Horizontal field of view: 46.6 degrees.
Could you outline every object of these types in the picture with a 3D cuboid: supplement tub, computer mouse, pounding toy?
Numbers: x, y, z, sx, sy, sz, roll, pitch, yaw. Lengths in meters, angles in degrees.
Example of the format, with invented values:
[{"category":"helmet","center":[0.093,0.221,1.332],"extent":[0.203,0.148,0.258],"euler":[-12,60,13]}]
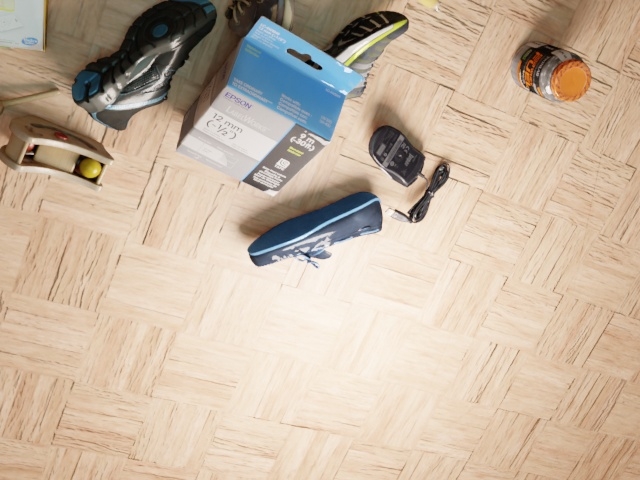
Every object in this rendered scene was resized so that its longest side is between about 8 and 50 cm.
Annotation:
[{"category":"supplement tub","center":[0.530,-0.386,1.710],"extent":[0.117,0.190,0.117],"euler":[-6,115,-13]},{"category":"computer mouse","center":[0.182,-0.154,1.787],"extent":[0.262,0.060,0.184],"euler":[27,91,-34]},{"category":"pounding toy","center":[-0.547,-0.215,1.505],"extent":[0.270,0.154,0.154],"euler":[22,106,-24]}]

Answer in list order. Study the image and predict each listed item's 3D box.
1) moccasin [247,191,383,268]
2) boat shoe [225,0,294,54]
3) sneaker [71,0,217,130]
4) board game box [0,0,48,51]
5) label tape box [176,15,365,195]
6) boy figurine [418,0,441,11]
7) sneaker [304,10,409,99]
[{"category":"moccasin","center":[0.000,0.000,1.768],"extent":[0.342,0.137,0.116],"euler":[-21,116,-5]},{"category":"boat shoe","center":[-0.127,-0.451,1.529],"extent":[0.130,0.132,0.355],"euler":[-5,115,-12]},{"category":"sneaker","center":[-0.347,-0.368,1.533],"extent":[0.341,0.125,0.139],"euler":[-37,146,0]},{"category":"board game box","center":[-0.633,-0.529,1.387],"extent":[0.242,0.064,0.316],"euler":[4,113,-17]},{"category":"label tape box","center":[-0.110,-0.261,1.537],"extent":[0.249,0.115,0.348],"euler":[25,142,-24]},{"category":"boy figurine","center":[0.242,-0.584,1.596],"extent":[0.285,0.092,0.177],"euler":[-3,115,-14]},{"category":"sneaker","center":[0.073,-0.390,1.641],"extent":[0.300,0.111,0.121],"euler":[-36,129,8]}]
